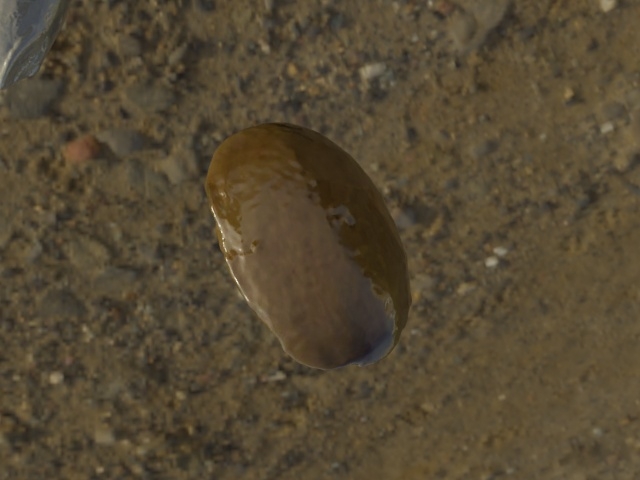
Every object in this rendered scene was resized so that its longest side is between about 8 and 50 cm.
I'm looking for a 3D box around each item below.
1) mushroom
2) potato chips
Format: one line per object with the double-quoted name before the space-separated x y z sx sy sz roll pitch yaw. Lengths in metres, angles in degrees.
"mushroom" -0.278 -0.317 1.069 0.128 0.128 0.350 7 101 -21
"potato chips" 0.000 0.000 0.859 0.150 0.202 0.049 -15 173 -25
